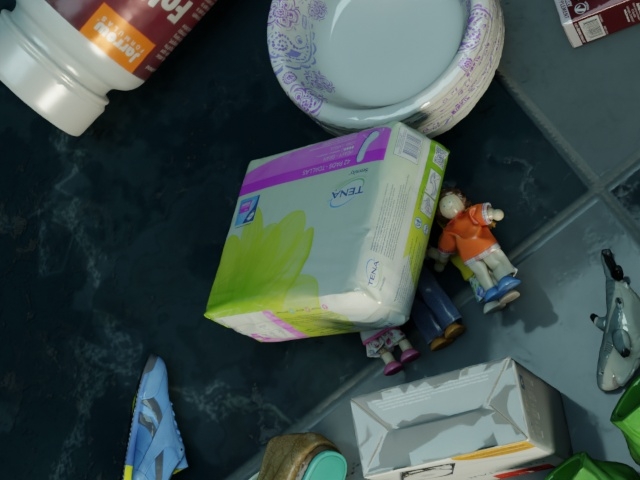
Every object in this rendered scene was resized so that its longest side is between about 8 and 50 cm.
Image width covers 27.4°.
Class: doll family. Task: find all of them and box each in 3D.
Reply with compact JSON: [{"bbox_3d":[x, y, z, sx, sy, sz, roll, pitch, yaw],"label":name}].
[{"bbox_3d":[0.134,0.035,1.566,0.263,0.118,0.163,-39,70,28],"label":"doll family"}]

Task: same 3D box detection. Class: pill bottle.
[{"bbox_3d":[-0.267,-0.346,1.761,0.392,0.224,0.224,-48,64,4],"label":"pill bottle"}]

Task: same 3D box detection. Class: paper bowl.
[{"bbox_3d":[0.088,-0.252,1.628,0.284,0.148,0.284,-7,73,21],"label":"paper bowl"}]

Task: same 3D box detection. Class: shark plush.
[{"bbox_3d":[0.329,0.086,1.489,0.067,0.073,0.161,-29,68,46],"label":"shark plush"}]

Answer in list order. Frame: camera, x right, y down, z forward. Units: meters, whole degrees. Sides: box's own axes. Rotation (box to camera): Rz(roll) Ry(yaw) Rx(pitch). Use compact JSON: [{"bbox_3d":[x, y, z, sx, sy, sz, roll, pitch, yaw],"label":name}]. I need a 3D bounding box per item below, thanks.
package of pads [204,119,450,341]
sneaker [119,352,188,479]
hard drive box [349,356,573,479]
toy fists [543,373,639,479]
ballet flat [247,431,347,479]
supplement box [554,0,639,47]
[{"bbox_3d":[0.000,0.000,1.542,0.296,0.101,0.229,-13,56,49],"label":"package of pads"},{"bbox_3d":[-0.206,0.249,1.667,0.082,0.069,0.209,9,67,-9],"label":"sneaker"},{"bbox_3d":[0.160,0.206,1.424,0.181,0.232,0.089,-16,70,19],"label":"hard drive box"},{"bbox_3d":[0.344,0.251,1.394,0.142,0.096,0.279,42,93,-4],"label":"toy fists"},{"bbox_3d":[-0.081,0.383,1.554,0.124,0.116,0.342,14,80,46],"label":"ballet flat"},{"bbox_3d":[0.391,-0.339,1.568,0.239,0.073,0.130,-20,67,16],"label":"supplement box"}]
